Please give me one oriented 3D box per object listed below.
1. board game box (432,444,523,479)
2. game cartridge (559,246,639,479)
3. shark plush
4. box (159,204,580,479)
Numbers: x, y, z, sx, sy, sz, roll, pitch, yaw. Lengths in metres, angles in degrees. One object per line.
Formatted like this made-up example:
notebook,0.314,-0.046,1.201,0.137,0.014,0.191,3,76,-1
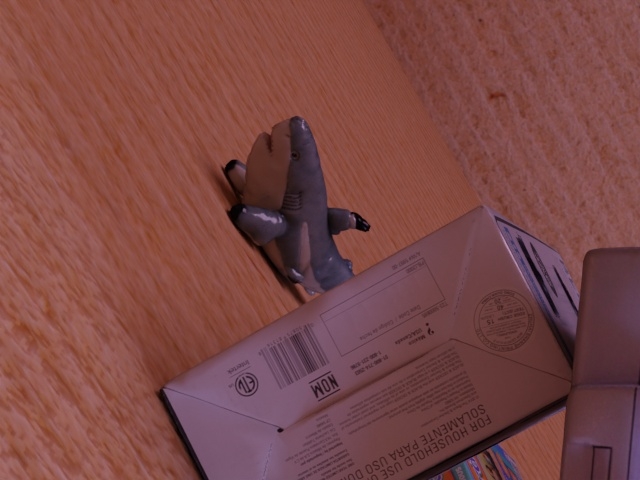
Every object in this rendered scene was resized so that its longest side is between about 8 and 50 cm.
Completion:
board game box,0.111,0.191,1.178,0.210,0.047,0.160,48,16,-54
game cartridge,0.137,0.197,0.736,0.230,0.068,0.355,41,54,-72
shark plush,0.000,0.000,1.099,0.161,0.067,0.073,58,10,-15
box,0.051,0.070,0.863,0.087,0.169,0.290,62,9,9
